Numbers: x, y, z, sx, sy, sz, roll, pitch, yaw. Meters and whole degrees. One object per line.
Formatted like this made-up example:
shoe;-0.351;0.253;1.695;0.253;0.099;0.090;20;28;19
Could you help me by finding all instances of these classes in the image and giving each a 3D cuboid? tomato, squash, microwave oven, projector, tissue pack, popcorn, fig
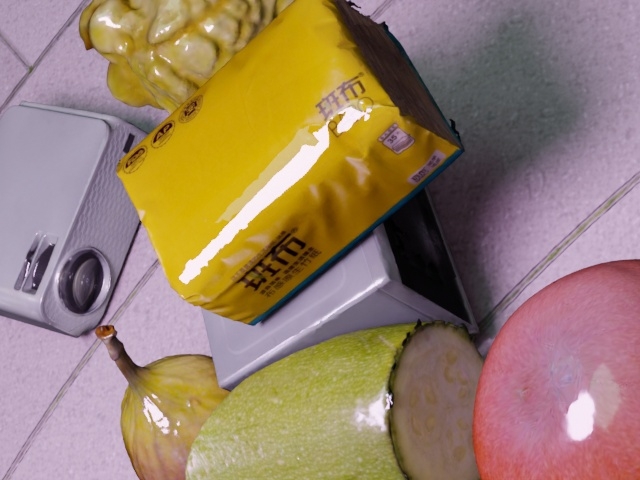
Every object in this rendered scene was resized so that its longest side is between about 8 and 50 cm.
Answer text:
tomato;0.241;0.139;1.369;0.256;0.224;0.255;-28;54;46
squash;0.016;0.175;1.658;0.260;0.189;0.189;-11;63;40
microwave oven;0.000;0.000;1.752;0.237;0.181;0.295;-34;53;23
projector;-0.313;-0.026;2.064;0.198;0.108;0.250;11;76;41
tissue pack;-0.034;-0.077;1.601;0.271;0.134;0.192;-41;51;16
popcorn;-0.141;-0.250;1.983;0.255;0.195;0.256;-21;58;18
fig;-0.145;0.156;1.788;0.160;0.230;0.143;-5;25;43
